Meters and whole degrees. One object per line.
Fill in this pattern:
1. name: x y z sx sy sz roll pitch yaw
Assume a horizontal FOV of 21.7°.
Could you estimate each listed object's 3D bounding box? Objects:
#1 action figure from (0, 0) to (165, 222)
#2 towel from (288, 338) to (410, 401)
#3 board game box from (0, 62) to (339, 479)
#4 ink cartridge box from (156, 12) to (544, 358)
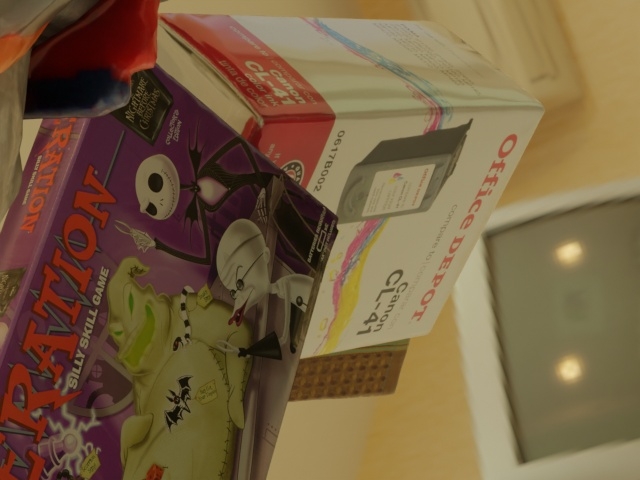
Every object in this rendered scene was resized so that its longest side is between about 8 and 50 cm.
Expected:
1. action figure: -0.151 -0.141 0.406 0.178 0.341 0.330 -17 -83 -67
2. towel: 0.000 0.000 1.640 0.271 0.370 0.040 0 -150 -28
3. board game box: -0.105 0.090 0.894 0.208 0.056 0.347 36 -121 -38
4. ink cartridge box: -0.014 -0.034 1.178 0.306 0.226 0.131 -6 -140 -46
